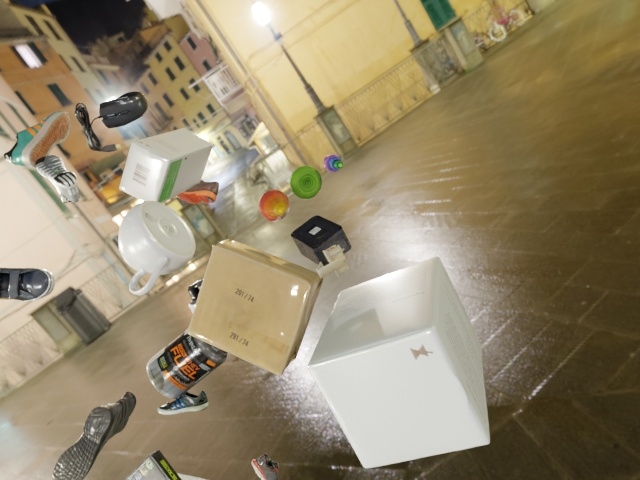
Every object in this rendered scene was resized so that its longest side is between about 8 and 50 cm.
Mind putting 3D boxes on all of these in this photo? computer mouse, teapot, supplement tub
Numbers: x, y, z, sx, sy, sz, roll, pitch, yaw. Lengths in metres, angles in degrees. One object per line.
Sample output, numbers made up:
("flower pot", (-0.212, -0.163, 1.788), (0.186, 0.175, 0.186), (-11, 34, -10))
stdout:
("computer mouse", (-0.705, -0.410, 1.676), (0.060, 0.184, 0.262), (23, 39, 38))
("teapot", (-0.529, 0.018, 1.480), (0.187, 0.253, 0.256), (-37, -2, 17))
("supplement tub", (-0.536, 0.484, 2.001), (0.338, 0.207, 0.207), (-40, 13, 4))

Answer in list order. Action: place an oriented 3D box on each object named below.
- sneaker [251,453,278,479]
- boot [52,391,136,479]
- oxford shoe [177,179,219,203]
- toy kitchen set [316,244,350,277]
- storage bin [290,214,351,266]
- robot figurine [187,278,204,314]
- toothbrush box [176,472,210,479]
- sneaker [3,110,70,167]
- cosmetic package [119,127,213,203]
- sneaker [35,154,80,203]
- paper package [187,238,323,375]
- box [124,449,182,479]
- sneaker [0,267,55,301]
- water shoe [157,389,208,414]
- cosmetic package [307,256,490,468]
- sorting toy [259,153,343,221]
("sneaker", (-0.145, 0.704, 1.436), (0.065, 0.158, 0.061), (-35, 28, -16))
("boot", (-0.814, 0.738, 1.766), (0.338, 0.118, 0.223), (-55, -7, -1))
("oxford shoe", (-0.580, -0.234, 2.225), (0.271, 0.097, 0.098), (6, 66, 27))
("toy kitchen set", (0.013, 0.036, 1.053), (0.068, 0.083, 0.075), (-29, 51, -3))
("storage bin", (0.000, 0.000, 1.555), (0.122, 0.084, 0.180), (-38, 32, -15))
("robot figurine", (-0.393, 0.272, 1.837), (0.173, 0.278, 0.209), (-30, 6, -19))
("toothbrush box", (-0.482, 0.999, 1.684), (0.122, 0.206, 0.283), (6, 64, 46))
("sneaker", (-1.036, -0.382, 1.747), (0.121, 0.108, 0.302), (7, 45, 4))
("cosmetic package", (-0.566, -0.284, 1.785), (0.197, 0.155, 0.365), (-64, -3, 25))
("sneaker", (-0.907, -0.198, 1.660), (0.086, 0.132, 0.228), (-30, 51, -32))
("paper package", (-0.195, 0.195, 1.439), (0.168, 0.324, 0.310), (-18, -52, -77))
("box", (-0.451, 0.699, 1.287), (0.190, 0.184, 0.045), (-45, -14, 11))
("sneaker", (-1.125, 0.157, 1.707), (0.321, 0.126, 0.127), (-2, -7, 11))
("water shoe", (-0.555, 0.649, 1.928), (0.203, 0.080, 0.073), (-6, -4, -3))
("cosmetic package", (0.220, 0.302, 1.257), (0.327, 0.329, 0.394), (-22, 14, 22))
("sorting toy", (-0.056, -0.193, 1.756), (0.365, 0.127, 0.126), (-38, 22, -8))
